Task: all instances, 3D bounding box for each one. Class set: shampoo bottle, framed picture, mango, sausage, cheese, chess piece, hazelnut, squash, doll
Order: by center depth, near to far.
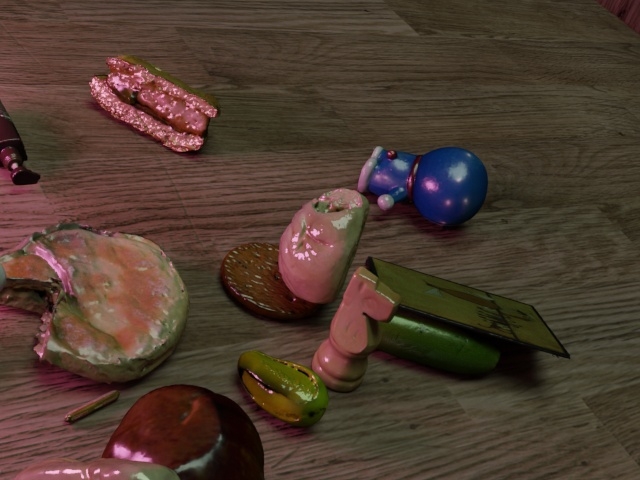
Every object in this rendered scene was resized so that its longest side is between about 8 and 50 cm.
[{"bbox_3d":[-0.253,0.320,1.117,0.093,0.263,0.159,6,78,-52],"label":"cheese"},{"bbox_3d":[-0.170,0.299,1.248,0.218,0.218,0.234,13,34,-13],"label":"hazelnut"},{"bbox_3d":[-0.316,0.230,1.405,0.015,0.015,0.100,39,38,23],"label":"sausage"},{"bbox_3d":[-0.058,0.218,1.513,0.165,0.074,0.091,30,40,33],"label":"mango"},{"bbox_3d":[0.055,0.136,1.567,0.090,0.200,0.090,14,36,-11],"label":"chess piece"},{"bbox_3d":[0.167,0.163,1.696,0.293,0.082,0.082,18,35,-6],"label":"squash"},{"bbox_3d":[-0.560,-0.179,1.782,0.068,0.067,0.236,-14,48,-27],"label":"shampoo bottle"},{"bbox_3d":[0.251,0.114,1.787,0.339,0.014,0.255,17,14,-7],"label":"framed picture"},{"bbox_3d":[0.207,-0.112,2.049,0.257,0.161,0.215,14,46,17],"label":"doll"}]

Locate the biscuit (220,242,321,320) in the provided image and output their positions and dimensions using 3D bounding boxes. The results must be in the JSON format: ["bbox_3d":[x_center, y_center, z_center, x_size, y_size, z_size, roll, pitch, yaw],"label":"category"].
[{"bbox_3d":[-0.080,0.070,1.735,0.188,0.027,0.187,16,34,-11],"label":"biscuit"}]

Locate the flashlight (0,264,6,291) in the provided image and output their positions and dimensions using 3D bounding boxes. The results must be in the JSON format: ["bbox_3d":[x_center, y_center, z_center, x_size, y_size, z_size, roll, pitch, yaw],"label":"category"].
[{"bbox_3d":[-0.506,0.101,1.391,0.093,0.047,0.200,24,56,14],"label":"flashlight"}]

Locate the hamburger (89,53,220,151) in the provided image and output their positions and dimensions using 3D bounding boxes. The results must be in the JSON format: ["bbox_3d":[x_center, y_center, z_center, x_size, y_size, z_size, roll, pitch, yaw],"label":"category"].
[{"bbox_3d":[-0.321,-0.273,2.002,0.262,0.124,0.131,29,17,3],"label":"hamburger"}]

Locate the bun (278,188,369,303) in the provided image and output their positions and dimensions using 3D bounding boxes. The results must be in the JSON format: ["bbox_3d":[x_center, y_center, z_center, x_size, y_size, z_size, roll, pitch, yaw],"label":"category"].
[{"bbox_3d":[0.000,0.000,1.678,0.128,0.193,0.178,22,22,3],"label":"bun"}]

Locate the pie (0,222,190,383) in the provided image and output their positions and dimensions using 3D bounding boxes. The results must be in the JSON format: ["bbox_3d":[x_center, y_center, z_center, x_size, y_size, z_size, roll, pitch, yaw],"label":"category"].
[{"bbox_3d":[-0.344,0.086,1.534,0.338,0.075,0.337,15,33,-10],"label":"pie"}]
